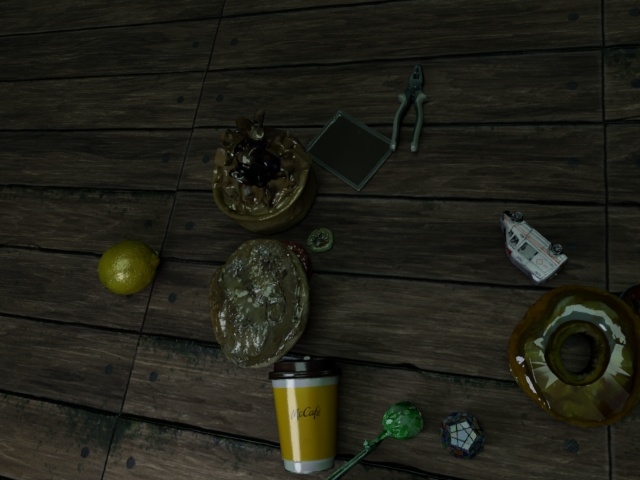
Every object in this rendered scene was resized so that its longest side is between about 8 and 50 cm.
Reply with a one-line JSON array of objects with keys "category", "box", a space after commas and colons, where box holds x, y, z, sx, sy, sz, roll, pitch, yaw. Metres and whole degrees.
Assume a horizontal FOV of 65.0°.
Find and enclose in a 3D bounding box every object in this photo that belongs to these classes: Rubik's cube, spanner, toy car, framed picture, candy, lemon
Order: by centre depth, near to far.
[{"category": "Rubik's cube", "box": [0.344, 0.473, 1.219, 0.111, 0.111, 0.093, -53, 41, -6]}, {"category": "candy", "box": [0.116, 0.519, 1.247, 0.324, 0.097, 0.097, -35, 64, -11]}, {"category": "toy car", "box": [0.540, 0.017, 1.326, 0.108, 0.089, 0.209, -44, 68, 4]}, {"category": "spanner", "box": [0.284, -0.420, 1.583, 0.096, 0.040, 0.324, 7, 70, 18]}, {"category": "lemon", "box": [-0.610, 0.084, 1.607, 0.207, 0.173, 0.173, -18, 67, 1]}, {"category": "framed picture", "box": [0.092, -0.292, 1.612, 0.252, 0.014, 0.197, 38, 85, 25]}]

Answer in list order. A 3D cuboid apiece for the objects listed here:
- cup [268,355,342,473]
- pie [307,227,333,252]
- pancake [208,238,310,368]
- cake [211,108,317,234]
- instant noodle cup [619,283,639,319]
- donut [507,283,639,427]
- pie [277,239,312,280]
[{"category": "cup", "box": [-0.036, 0.442, 1.303, 0.197, 0.196, 0.279, -6, 77, 15]}, {"category": "pie", "box": [-0.001, -0.001, 1.533, 0.084, 0.021, 0.083, -5, 70, 14]}, {"category": "pancake", "box": [-0.181, 0.178, 1.449, 0.387, 0.082, 0.386, -11, 69, 32]}, {"category": "cake", "box": [-0.192, -0.210, 1.504, 0.333, 0.321, 0.331, -6, 68, 14]}, {"category": "instant noodle cup", "box": [0.783, 0.145, 1.178, 0.127, 0.135, 0.127, -6, 69, 16]}, {"category": "donut", "box": [0.594, 0.262, 1.168, 0.330, 0.160, 0.329, -12, 67, 29]}, {"category": "pie", "box": [-0.112, 0.086, 1.521, 0.183, 0.049, 0.182, -6, 69, 15]}]
